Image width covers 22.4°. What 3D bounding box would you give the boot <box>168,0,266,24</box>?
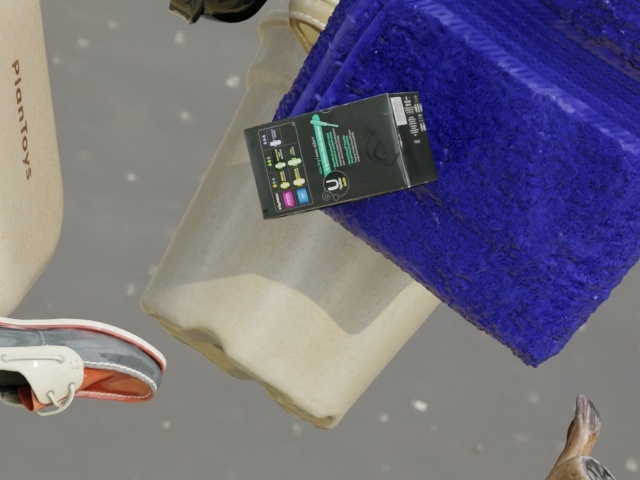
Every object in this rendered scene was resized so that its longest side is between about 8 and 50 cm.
[{"bbox_3d":[0.062,-0.258,1.315,0.260,0.131,0.348,33,65,5],"label":"boot"}]

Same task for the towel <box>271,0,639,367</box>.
[{"bbox_3d":[0.108,-0.097,0.868,0.228,0.308,0.076,39,35,11],"label":"towel"}]

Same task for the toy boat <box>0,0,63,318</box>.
[{"bbox_3d":[-0.219,-0.068,0.791,0.151,0.231,0.151,-1,21,8],"label":"toy boat"}]

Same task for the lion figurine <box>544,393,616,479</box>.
[{"bbox_3d":[0.162,0.301,0.855,0.142,0.240,0.392,11,42,-44],"label":"lion figurine"}]

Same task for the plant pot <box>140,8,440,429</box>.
[{"bbox_3d":[0.000,0.000,1.555,0.334,0.305,0.334,33,-8,5],"label":"plant pot"}]

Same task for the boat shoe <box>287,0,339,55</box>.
[{"bbox_3d":[0.060,-0.080,1.289,0.302,0.098,0.109,49,-13,-34],"label":"boat shoe"}]

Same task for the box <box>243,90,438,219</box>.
[{"bbox_3d":[0.011,-0.045,0.860,0.083,0.052,0.062,-13,1,20],"label":"box"}]

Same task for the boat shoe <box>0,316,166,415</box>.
[{"bbox_3d":[-0.137,0.060,0.750,0.137,0.049,0.043,14,50,-24],"label":"boat shoe"}]
